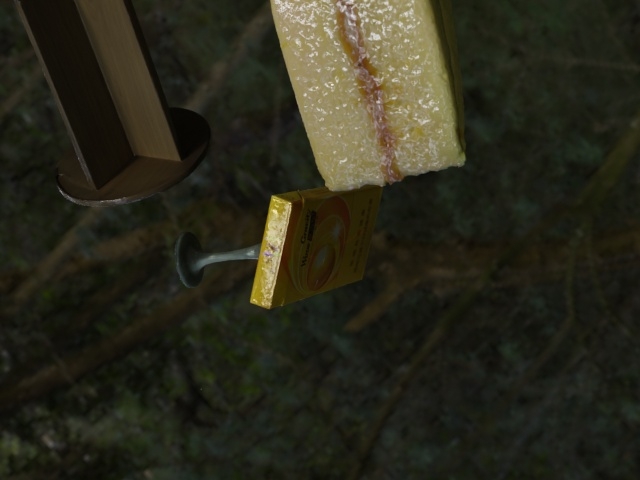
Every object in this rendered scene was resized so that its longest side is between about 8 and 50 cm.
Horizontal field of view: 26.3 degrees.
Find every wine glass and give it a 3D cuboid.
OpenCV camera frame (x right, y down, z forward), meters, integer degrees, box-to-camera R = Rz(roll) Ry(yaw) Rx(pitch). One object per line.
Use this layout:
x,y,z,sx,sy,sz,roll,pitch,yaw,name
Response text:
-0.068,0.098,2.267,0.096,0.309,0.264,-26,-72,-67,wine glass

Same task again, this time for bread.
0.037,-0.198,1.292,0.163,0.167,0.264,29,-129,-65,bread

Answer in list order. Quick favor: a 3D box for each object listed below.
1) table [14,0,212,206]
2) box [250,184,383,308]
-0.216,-0.172,1.338,0.167,0.167,0.227,42,155,50,table
0.000,0.000,1.898,0.043,0.152,0.269,18,-164,25,box
